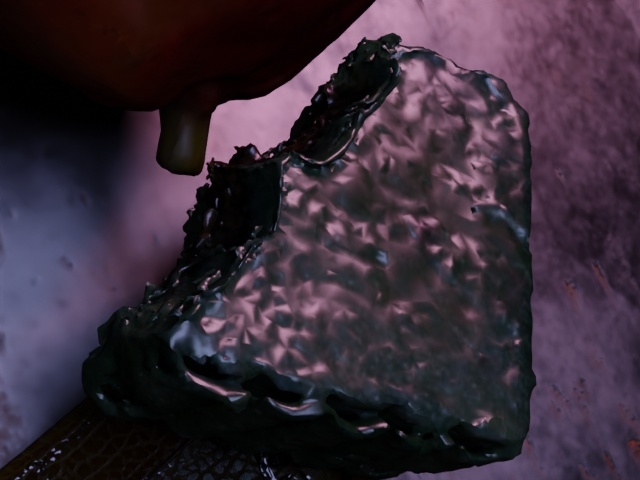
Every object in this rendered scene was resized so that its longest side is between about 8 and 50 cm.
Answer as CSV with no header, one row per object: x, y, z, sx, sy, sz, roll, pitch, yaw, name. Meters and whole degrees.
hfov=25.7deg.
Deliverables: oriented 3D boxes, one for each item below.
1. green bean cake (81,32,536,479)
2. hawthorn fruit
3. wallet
0.000,0.000,0.657,0.193,0.107,0.208,18,65,-27,green bean cake
-0.074,-0.182,0.634,0.265,0.265,0.307,-3,92,-32,hawthorn fruit
-0.064,0.119,0.664,0.243,0.039,0.133,-40,92,-36,wallet
